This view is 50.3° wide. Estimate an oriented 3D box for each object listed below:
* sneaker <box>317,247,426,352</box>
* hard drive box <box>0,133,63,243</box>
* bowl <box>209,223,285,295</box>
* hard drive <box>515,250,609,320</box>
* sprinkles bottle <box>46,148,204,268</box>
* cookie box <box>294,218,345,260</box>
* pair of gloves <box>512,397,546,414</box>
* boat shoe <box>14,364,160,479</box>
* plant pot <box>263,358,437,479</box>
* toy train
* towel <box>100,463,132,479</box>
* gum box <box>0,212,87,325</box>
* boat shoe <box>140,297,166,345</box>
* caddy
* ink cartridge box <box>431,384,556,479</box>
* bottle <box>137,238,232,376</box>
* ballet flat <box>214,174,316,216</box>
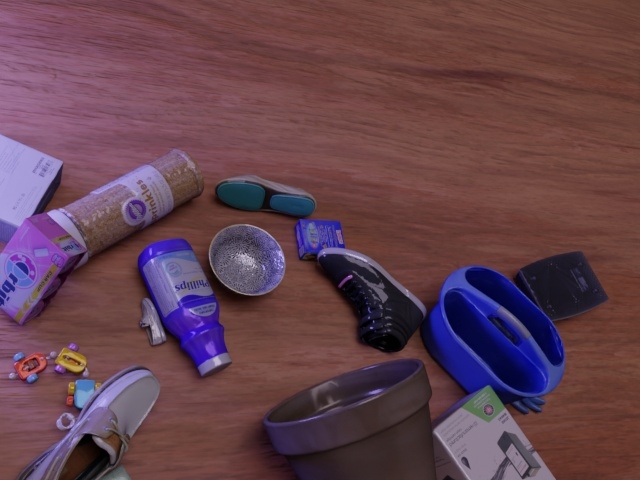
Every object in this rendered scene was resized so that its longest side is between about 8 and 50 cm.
[{"bbox_3d":[0.103,0.139,1.542,0.295,0.104,0.147,36,48,-8],"label":"sneaker"},{"bbox_3d":[-0.656,-0.117,1.337,0.232,0.089,0.181,25,54,-11],"label":"hard drive box"},{"bbox_3d":[-0.168,0.057,1.477,0.170,0.080,0.170,11,58,-19],"label":"bowl"},{"bbox_3d":[0.650,0.128,1.844,0.254,0.054,0.172,-12,68,-31],"label":"hard drive"},{"bbox_3d":[-0.409,-0.069,1.408,0.121,0.121,0.355,48,53,6],"label":"sprinkles bottle"},{"bbox_3d":[0.000,0.000,1.614,0.107,0.040,0.092,3,61,-24],"label":"cookie box"},{"bbox_3d":[0.494,0.322,1.678,0.159,0.023,0.198,31,54,-7],"label":"pair of gloves"},{"bbox_3d":[-0.377,0.346,1.173,0.302,0.103,0.113,-50,123,-31],"label":"boat shoe"},{"bbox_3d":[0.087,0.410,1.283,0.323,0.323,0.280,-18,87,-32],"label":"plant pot"},{"bbox_3d":[-0.475,0.260,1.237,0.125,0.046,0.166,-35,80,-31],"label":"toy train"},{"bbox_3d":[-0.401,0.559,1.102,0.325,0.038,0.248,-29,76,-35],"label":"towel"},{"bbox_3d":[-0.529,0.056,1.248,0.107,0.188,0.062,42,18,2],"label":"gum box"},{"bbox_3d":[-0.343,0.163,1.361,0.035,0.035,0.100,-16,77,-35],"label":"boat shoe"},{"bbox_3d":[0.405,0.217,1.578,0.341,0.179,0.241,45,56,6],"label":"caddy"},{"bbox_3d":[0.355,0.484,1.459,0.198,0.115,0.273,-27,76,-35],"label":"ink cartridge box"},{"bbox_3d":[-0.266,0.134,1.372,0.118,0.092,0.283,-9,66,-48],"label":"bottle"},{"bbox_3d":[-0.130,-0.111,1.603,0.248,0.086,0.086,13,58,-20],"label":"ballet flat"}]
